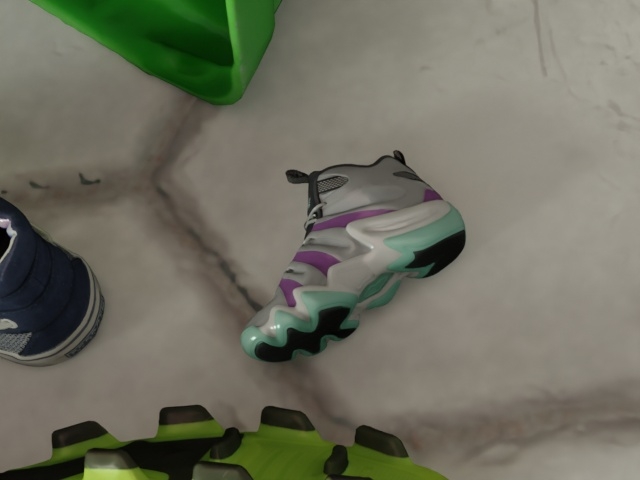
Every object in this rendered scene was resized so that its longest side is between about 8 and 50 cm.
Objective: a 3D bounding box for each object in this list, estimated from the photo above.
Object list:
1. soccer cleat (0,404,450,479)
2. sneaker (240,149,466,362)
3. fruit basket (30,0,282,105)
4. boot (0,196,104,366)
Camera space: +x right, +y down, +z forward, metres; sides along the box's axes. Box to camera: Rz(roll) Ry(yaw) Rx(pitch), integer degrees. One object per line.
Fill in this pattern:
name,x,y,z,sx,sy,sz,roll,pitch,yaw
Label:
soccer cleat,-0.089,0.130,0.518,0.289,0.093,0.121,-7,96,4
sneaker,0.000,0.000,0.571,0.098,0.038,0.069,-30,63,-13
fruit basket,-0.158,-0.205,0.507,0.283,0.392,0.392,31,76,22
boot,-0.180,-0.009,0.582,0.190,0.086,0.069,14,71,17
